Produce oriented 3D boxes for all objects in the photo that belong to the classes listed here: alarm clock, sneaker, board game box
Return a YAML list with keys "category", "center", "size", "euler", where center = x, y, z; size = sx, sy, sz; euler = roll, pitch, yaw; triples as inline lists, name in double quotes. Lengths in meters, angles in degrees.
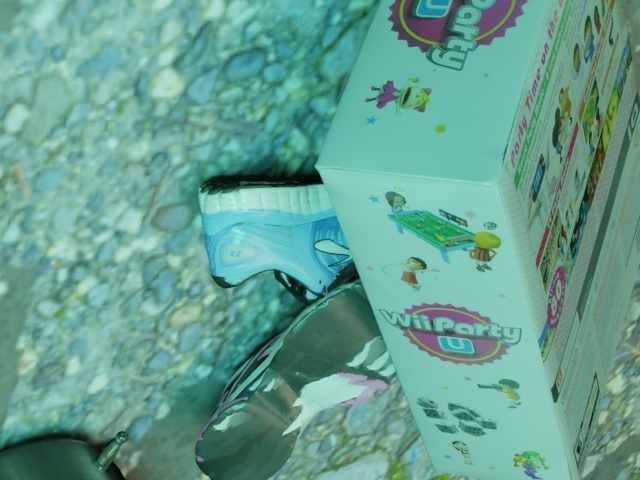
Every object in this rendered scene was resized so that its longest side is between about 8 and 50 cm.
- category: "alarm clock"
  center: [-0.191, 0.189, 0.924]
  size: [0.192, 0.064, 0.129]
  euler: [-32, 140, -17]
- category: "sneaker"
  center: [-0.011, 0.074, 0.963]
  size: [0.178, 0.077, 0.072]
  euler: [-38, 108, 12]
- category: "sneaker"
  center: [0.000, 0.000, 0.899]
  size: [0.162, 0.063, 0.073]
  euler: [0, 99, -29]
- category: "board game box"
  center: [0.109, -0.028, 0.869]
  size: [0.303, 0.097, 0.224]
  euler: [68, 36, -50]
